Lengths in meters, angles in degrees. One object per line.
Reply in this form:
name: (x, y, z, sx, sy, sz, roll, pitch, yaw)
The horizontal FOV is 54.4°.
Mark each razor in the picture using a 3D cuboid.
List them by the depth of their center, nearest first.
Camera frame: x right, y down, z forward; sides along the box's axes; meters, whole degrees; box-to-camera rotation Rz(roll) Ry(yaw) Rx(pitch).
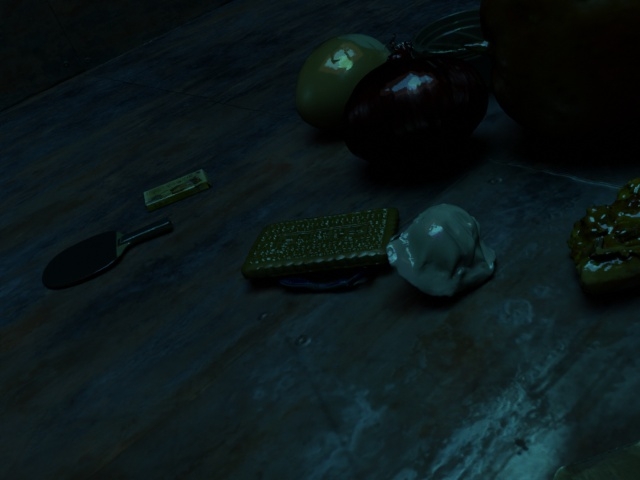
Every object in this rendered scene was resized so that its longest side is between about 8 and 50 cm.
razor: (0.007, 0.063, 0.957, 0.155, 0.044, 0.028, -9, 78, 21)

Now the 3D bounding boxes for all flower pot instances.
flower pot: (0.325, -0.411, 1.392, 0.236, 0.140, 0.235, -15, 33, 10)

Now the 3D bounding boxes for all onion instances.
onion: (0.163, -0.269, 1.151, 0.273, 0.284, 0.273, -13, -2, -1)

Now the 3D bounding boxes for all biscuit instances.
biscuit: (0.000, 0.000, 1.034, 0.255, 0.029, 0.172, -8, 27, 15)

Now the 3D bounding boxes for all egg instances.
egg: (0.052, -0.345, 1.378, 0.244, 0.201, 0.201, -41, 38, -12)

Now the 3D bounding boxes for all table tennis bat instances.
table tennis bat: (-0.426, 0.018, 1.245, 0.275, 0.021, 0.154, -24, 34, -4)

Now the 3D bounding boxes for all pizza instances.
pizza: (0.433, -0.027, 0.828, 0.306, 0.085, 0.161, -34, 35, -25)

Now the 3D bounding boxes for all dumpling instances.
dumpling: (0.182, 0.014, 0.887, 0.188, 0.108, 0.127, -23, 53, -37)

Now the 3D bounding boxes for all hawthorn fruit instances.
hawthorn fruit: (0.436, -0.360, 1.036, 0.403, 0.402, 0.402, -13, 33, 9)

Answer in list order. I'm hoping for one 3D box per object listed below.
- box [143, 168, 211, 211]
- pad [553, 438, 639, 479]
box: (-0.318, -0.112, 1.381, 0.149, 0.020, 0.073, -23, 33, -7)
pad: (0.377, 0.259, 0.496, 0.284, 0.018, 0.286, -19, 33, 1)
